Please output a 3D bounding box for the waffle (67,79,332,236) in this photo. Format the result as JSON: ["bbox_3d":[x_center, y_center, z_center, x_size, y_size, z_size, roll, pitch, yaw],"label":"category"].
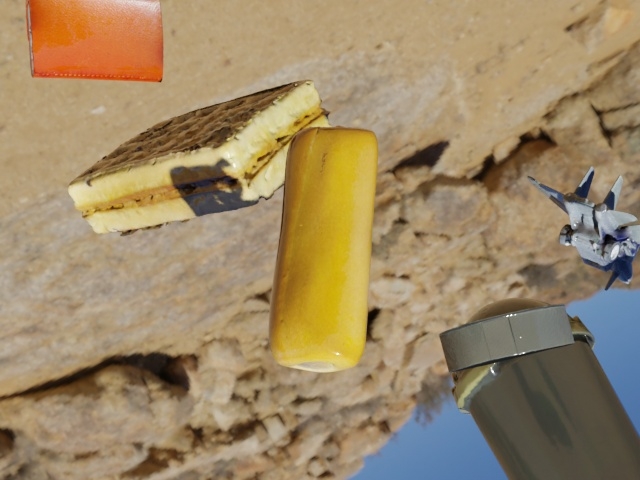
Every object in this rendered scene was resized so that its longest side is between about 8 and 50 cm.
[{"bbox_3d":[-0.186,-0.129,1.307,0.376,0.113,0.261,-9,-155,38],"label":"waffle"}]

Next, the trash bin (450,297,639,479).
[{"bbox_3d":[0.305,0.226,1.144,0.214,0.333,0.214,-15,147,-10],"label":"trash bin"}]

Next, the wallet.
[{"bbox_3d":[-0.348,-0.318,1.283,0.205,0.142,0.045,-4,179,-27],"label":"wallet"}]

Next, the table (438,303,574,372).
[{"bbox_3d":[0.193,0.102,0.864,0.134,0.043,0.133,-13,168,-3],"label":"table"}]

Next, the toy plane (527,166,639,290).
[{"bbox_3d":[0.404,0.010,1.179,0.088,0.212,0.267,-51,138,-14],"label":"toy plane"}]

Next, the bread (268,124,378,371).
[{"bbox_3d":[0.000,0.000,0.771,0.093,0.239,0.074,-8,161,37],"label":"bread"}]
